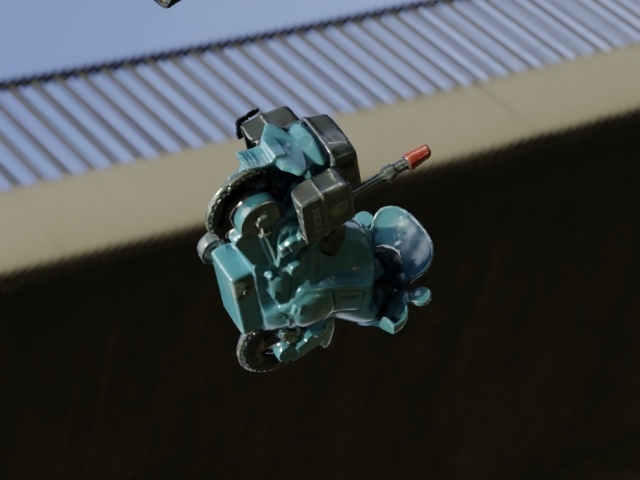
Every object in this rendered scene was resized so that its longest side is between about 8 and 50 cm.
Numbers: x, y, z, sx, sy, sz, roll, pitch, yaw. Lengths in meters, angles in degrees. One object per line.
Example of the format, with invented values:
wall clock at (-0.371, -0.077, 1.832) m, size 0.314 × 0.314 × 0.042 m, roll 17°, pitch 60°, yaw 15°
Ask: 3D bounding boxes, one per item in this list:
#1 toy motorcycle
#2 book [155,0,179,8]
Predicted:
toy motorcycle at (0.000, 0.000, 1.570) m, size 0.182 × 0.123 × 0.272 m, roll -28°, pitch -35°, yaw -13°
book at (-0.014, -0.219, 1.173) m, size 0.160 × 0.024 × 0.228 m, roll -36°, pitch -1°, yaw -21°
